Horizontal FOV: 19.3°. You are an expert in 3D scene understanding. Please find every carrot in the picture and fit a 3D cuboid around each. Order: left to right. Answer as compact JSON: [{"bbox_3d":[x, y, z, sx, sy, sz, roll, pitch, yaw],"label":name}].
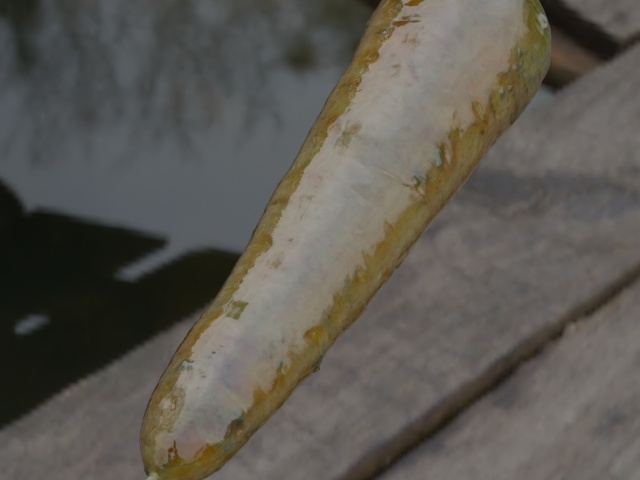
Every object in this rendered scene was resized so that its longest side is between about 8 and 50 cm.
[{"bbox_3d":[0.000,0.000,0.727,0.078,0.078,0.298,27,57,14],"label":"carrot"}]
